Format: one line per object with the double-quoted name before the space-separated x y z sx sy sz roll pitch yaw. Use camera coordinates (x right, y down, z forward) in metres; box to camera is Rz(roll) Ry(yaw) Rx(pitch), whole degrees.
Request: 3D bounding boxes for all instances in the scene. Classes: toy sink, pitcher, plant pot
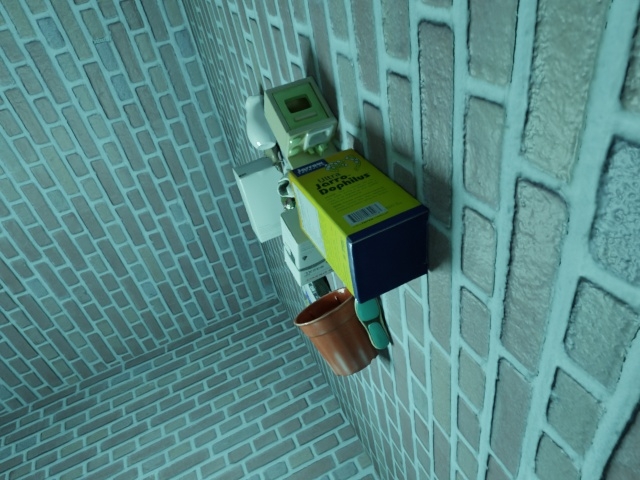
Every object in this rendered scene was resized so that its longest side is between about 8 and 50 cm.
"toy sink" -0.047 -0.327 1.264 0.131 0.153 0.234 110 137 -70
"pitcher" -0.268 -0.493 1.900 0.178 0.126 0.206 -28 77 67
"plant pot" 0.081 0.358 1.708 0.264 0.273 0.272 60 167 -7

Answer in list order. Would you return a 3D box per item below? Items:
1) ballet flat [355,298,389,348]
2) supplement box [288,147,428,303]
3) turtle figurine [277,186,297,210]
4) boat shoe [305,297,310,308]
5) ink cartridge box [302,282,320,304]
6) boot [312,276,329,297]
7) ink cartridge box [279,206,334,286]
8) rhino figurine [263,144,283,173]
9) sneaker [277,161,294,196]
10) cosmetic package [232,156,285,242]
"ballet flat" 0.177 0.265 1.537 0.086 0.086 0.248 36 147 65
"supplement box" 0.087 -0.052 1.100 0.356 0.196 0.194 52 159 47
"turtle figurine" -0.105 -0.160 1.861 0.234 0.118 0.175 55 163 24
"boat shoe" -0.073 0.393 2.683 0.056 0.048 0.153 48 -172 -22
"ink cartridge box" -0.046 0.320 2.535 0.208 0.045 0.206 59 165 25
"boot" -0.033 0.155 2.161 0.161 0.084 0.246 -135 26 -71
"ink cartridge box" 0.000 0.000 1.457 0.129 0.223 0.307 59 165 26
"rhino figurine" -0.227 -0.410 1.999 0.243 0.073 0.106 64 169 6
"sneaker" -0.109 -0.235 1.655 0.305 0.152 0.114 39 151 66
"cosmetic package" -0.273 -0.208 2.205 0.156 0.217 0.384 -131 24 -53
